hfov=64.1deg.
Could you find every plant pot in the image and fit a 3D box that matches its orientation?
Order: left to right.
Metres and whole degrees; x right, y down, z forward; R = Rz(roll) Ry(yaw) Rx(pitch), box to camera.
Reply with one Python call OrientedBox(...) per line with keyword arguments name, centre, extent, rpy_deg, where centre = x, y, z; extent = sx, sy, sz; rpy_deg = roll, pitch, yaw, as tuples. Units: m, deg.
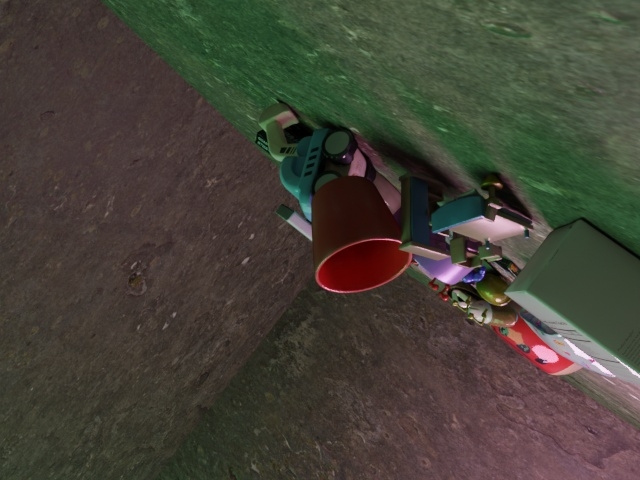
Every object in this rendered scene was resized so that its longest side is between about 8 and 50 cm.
OrientedBox(name="plant pot", centre=(0.104, -0.126, 1.906), extent=(0.323, 0.280, 0.323), rpy_deg=(38, 179, 1))
OrientedBox(name="plant pot", centre=(0.092, -0.026, 1.406), extent=(0.275, 0.274, 0.243), rpy_deg=(41, -150, -52))

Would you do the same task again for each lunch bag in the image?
OrientedBox(name="lunch bag", centre=(0.713, 0.253, 1.405), extent=(0.223, 0.160, 0.262), rpy_deg=(39, -176, -7))

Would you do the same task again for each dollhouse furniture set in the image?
OrientedBox(name="dollhouse furniture set", centre=(0.374, -0.081, 1.225), extent=(0.286, 0.198, 0.303), rpy_deg=(15, 158, -31))

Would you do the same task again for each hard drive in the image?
OrientedBox(name="hard drive", centre=(0.000, 0.000, 1.888), extent=(0.353, 0.047, 0.233), rpy_deg=(38, 179, -19))

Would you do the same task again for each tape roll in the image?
OrientedBox(name="tape roll", centre=(0.337, -0.006, 1.501), extent=(0.274, 0.090, 0.275), rpy_deg=(34, -153, -20))

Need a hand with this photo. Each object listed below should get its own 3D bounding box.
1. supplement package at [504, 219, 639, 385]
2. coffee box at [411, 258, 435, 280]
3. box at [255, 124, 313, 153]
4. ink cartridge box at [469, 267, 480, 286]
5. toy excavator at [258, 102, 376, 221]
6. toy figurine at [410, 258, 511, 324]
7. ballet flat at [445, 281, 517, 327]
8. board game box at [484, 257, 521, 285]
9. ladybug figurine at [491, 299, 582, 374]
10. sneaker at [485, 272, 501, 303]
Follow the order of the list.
OrientedBox(name="supplement package", centre=(0.552, 0.123, 1.005), extent=(0.293, 0.178, 0.175), rpy_deg=(38, 178, 9))
OrientedBox(name="coffee box", centre=(0.489, 0.094, 2.568), extent=(0.141, 0.098, 0.246), rpy_deg=(39, 177, -29))
OrientedBox(name="box", centre=(-0.109, -0.362, 1.927), extent=(0.220, 0.175, 0.051), rpy_deg=(38, 141, 14))
OrientedBox(name="ink cartridge box", centre=(0.492, 0.050, 2.048), extent=(0.370, 0.069, 0.175), rpy_deg=(36, 179, -20))
OrientedBox(name="toy excavator", centre=(-0.052, -0.270, 1.705), extent=(0.444, 0.433, 0.222), rpy_deg=(5, 161, 28))
OrientedBox(name="toy figurine", centre=(0.451, 0.114, 1.696), extent=(0.362, 0.191, 0.217), rpy_deg=(43, -172, 18))
OrientedBox(name="ballet flat", centre=(0.588, 0.242, 1.939), extent=(0.124, 0.116, 0.342), rpy_deg=(-3, -161, -19))
OrientedBox(name="board game box", centre=(0.645, 0.130, 1.683), extent=(0.259, 0.030, 0.136), rpy_deg=(39, 176, -28))
OrientedBox(name="ladybug figurine", centre=(0.819, 0.366, 1.974), extent=(0.449, 0.162, 0.305), rpy_deg=(38, 178, -2))
OrientedBox(name="sneaker", centre=(0.630, 0.153, 1.892), extent=(0.232, 0.081, 0.091), rpy_deg=(-80, -16, -75))
